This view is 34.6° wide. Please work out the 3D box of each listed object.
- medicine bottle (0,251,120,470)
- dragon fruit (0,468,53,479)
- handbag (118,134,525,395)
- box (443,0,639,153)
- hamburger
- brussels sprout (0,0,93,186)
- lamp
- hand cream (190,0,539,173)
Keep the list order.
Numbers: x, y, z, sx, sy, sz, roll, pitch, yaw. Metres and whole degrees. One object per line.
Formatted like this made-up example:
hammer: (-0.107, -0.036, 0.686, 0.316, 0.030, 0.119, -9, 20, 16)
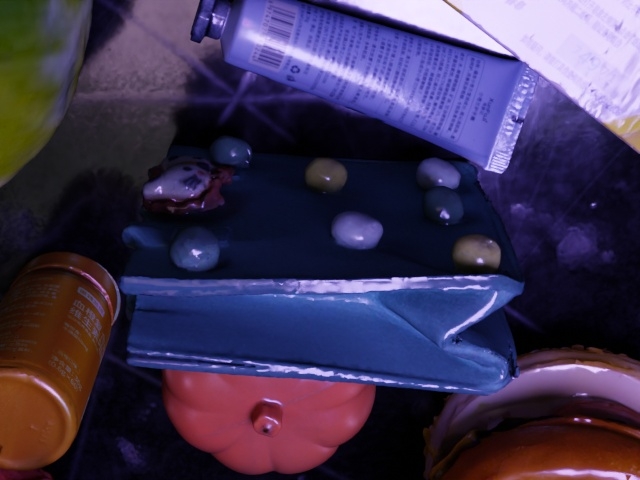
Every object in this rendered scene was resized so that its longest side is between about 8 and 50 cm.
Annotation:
medicine bottle: (-0.224, 0.091, 0.826, 0.096, 0.192, 0.096, 0, 115, 0)
dragon fruit: (-0.333, 0.295, 0.896, 0.234, 0.234, 0.293, 6, 78, -3)
handbag: (0.003, -0.004, 0.739, 0.274, 0.268, 0.100, 7, 115, -3)
box: (0.163, -0.179, 0.712, 0.265, 0.168, 0.097, 35, 113, -14)
hamburger: (0.215, 0.237, 0.882, 0.291, 0.225, 0.290, 3, 113, 6)
brussels sprout: (-0.306, -0.160, 0.678, 0.344, 0.268, 0.344, 9, 115, 20)
lamp: (-0.043, 0.105, 0.850, 0.188, 0.164, 0.187, -1, 117, -2)
hand cream: (0.034, -0.132, 0.796, 0.271, 0.058, 0.091, 16, 97, -11)
